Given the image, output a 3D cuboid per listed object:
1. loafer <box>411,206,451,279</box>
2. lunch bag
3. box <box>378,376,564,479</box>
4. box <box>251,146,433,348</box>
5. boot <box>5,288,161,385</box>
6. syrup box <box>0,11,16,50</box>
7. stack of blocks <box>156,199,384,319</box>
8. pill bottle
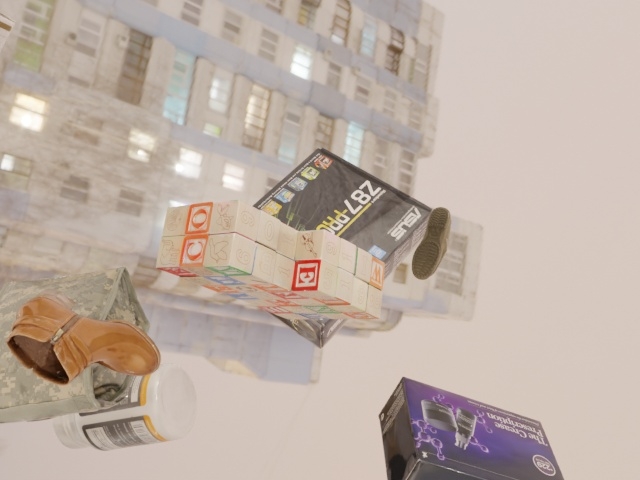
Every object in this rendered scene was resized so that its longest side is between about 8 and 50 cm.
[{"bbox_3d":[0.224,0.010,1.366,0.056,0.050,0.147,22,-92,34],"label":"loafer"},{"bbox_3d":[-0.439,0.194,1.163,0.287,0.236,0.168,-88,168,-56],"label":"lunch bag"},{"bbox_3d":[0.234,0.340,1.091,0.184,0.261,0.103,-91,-156,-59],"label":"box"},{"bbox_3d":[0.000,0.000,1.501,0.318,0.395,0.097,33,-32,22],"label":"box"},{"bbox_3d":[-0.301,0.145,0.897,0.072,0.197,0.152,-57,-166,9],"label":"boot"},{"bbox_3d":[-0.549,-0.244,1.002,0.236,0.093,0.096,-60,176,6],"label":"syrup box"},{"bbox_3d":[-0.057,0.036,0.975,0.171,0.297,0.087,-5,-110,34],"label":"stack of blocks"},{"bbox_3d":[-0.419,0.362,1.499,0.279,0.162,0.162,-14,-115,21],"label":"pill bottle"}]
